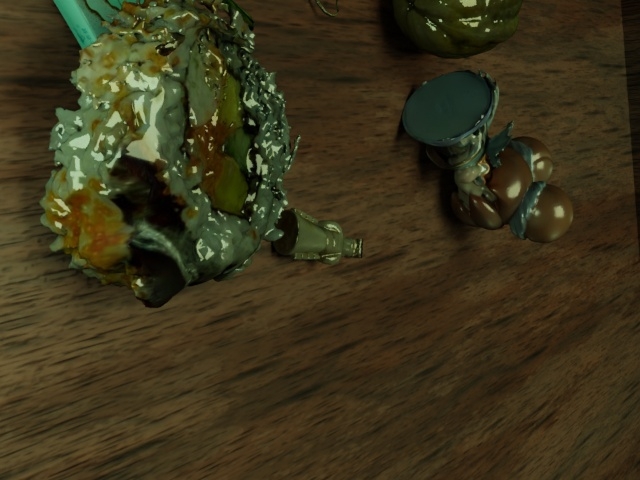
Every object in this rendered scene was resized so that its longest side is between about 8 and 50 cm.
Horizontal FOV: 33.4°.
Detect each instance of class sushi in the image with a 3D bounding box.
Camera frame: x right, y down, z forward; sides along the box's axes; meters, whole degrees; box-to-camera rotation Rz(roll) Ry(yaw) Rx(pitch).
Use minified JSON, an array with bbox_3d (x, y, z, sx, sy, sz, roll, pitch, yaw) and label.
[{"bbox_3d":[-0.181,-0.124,1.372,0.417,0.175,0.418,-23,116,-60],"label":"sushi"}]

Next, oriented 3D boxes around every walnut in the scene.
[{"bbox_3d":[0.264,-0.474,2.089,0.282,0.227,0.283,18,44,-18],"label":"walnut"}]

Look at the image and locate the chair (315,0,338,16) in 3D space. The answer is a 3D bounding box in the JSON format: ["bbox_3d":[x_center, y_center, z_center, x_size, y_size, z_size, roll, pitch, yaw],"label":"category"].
[{"bbox_3d":[0.041,-0.566,1.809,0.159,0.170,0.326,19,66,-58],"label":"chair"}]

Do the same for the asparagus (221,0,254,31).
[{"bbox_3d":[-0.164,-0.379,1.585,0.023,0.022,0.233,-44,144,7],"label":"asparagus"}]

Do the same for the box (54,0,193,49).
[{"bbox_3d":[-0.255,-0.335,1.416,0.162,0.041,0.229,63,40,-34],"label":"box"}]

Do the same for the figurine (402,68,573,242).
[{"bbox_3d":[0.350,-0.171,2.209,0.277,0.248,0.388,-97,161,-43],"label":"figurine"}]

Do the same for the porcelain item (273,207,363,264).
[{"bbox_3d":[0.000,0.000,1.789,0.213,0.054,0.084,14,79,-56],"label":"porcelain item"}]
